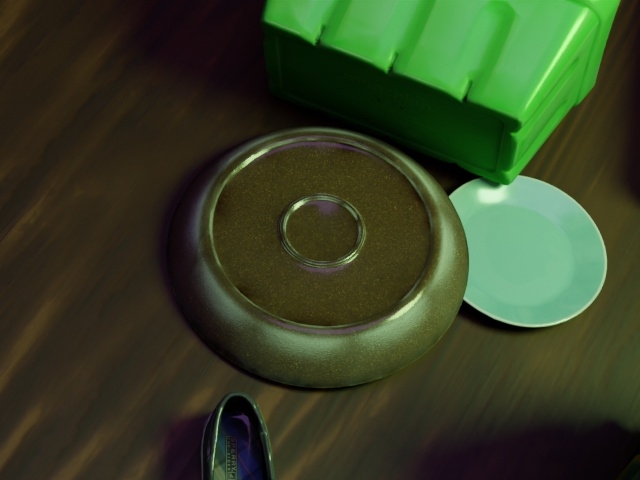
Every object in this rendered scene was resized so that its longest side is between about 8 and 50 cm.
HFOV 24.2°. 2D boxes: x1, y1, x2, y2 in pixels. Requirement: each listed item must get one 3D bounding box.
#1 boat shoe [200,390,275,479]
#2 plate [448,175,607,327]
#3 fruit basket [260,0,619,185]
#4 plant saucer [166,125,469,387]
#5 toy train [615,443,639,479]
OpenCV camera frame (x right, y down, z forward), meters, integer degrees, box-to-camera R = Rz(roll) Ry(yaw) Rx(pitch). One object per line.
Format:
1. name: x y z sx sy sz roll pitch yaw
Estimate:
1. boat shoe: -0.069 0.241 1.338 0.080 0.076 0.229 3 57 -8
2. plate: 0.207 0.013 1.567 0.188 0.024 0.188 4 57 -7
3. fruit basket: 0.143 -0.283 1.617 0.391 0.283 0.392 -1 68 1
4. plant saucer: 0.000 0.000 1.509 0.310 0.050 0.311 3 59 -4
5. toy train: 0.420 0.273 1.380 0.334 0.142 0.190 37 71 11
